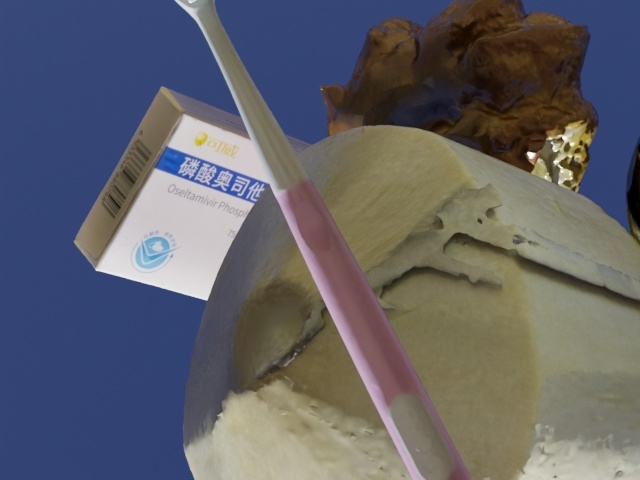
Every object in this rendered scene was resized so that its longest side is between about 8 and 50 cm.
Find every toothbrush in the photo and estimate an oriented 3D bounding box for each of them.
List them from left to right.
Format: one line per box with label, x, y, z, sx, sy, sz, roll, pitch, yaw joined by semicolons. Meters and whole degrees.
toothbrush;0.000;0.000;0.568;0.020;0.025;0.286;-27;-91;-1

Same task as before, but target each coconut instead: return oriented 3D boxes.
coconut;0.062;0.081;0.968;0.323;0.323;0.323;-6;-133;6

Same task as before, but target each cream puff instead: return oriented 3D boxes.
cream puff;0.115;-0.076;1.272;0.241;0.269;0.154;-2;177;44

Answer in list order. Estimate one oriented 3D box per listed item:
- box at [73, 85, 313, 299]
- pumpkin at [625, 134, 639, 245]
box;-0.084;-0.026;1.739;0.065;0.343;0.200;44;-72;44
pumpkin;0.419;0.002;1.266;0.325;0.232;0.242;32;-100;27
